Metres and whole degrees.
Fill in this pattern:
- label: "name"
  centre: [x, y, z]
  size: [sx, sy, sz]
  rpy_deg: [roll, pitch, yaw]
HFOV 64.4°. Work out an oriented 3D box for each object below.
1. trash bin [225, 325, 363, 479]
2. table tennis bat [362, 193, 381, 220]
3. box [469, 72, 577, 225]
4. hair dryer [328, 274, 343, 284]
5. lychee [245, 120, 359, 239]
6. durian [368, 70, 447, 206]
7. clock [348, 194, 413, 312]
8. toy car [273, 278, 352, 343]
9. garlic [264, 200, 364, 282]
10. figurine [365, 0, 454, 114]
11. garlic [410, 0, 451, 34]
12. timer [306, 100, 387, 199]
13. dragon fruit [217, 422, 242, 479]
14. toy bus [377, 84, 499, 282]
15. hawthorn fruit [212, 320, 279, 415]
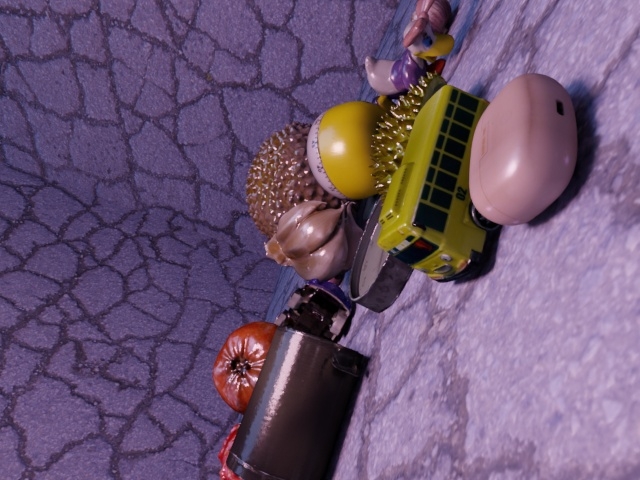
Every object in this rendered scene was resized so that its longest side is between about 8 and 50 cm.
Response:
- label: "trash bin"
  centre: [-0.051, 0.348, 1.066]
  size: [0.252, 0.203, 0.301]
  rpy_deg: [5, 72, 53]
- label: "table tennis bat"
  centre: [0.164, -0.152, 1.533]
  size: [0.124, 0.033, 0.201]
  rpy_deg: [133, 154, -66]
- label: "box"
  centre: [0.247, -0.114, 0.629]
  size: [0.146, 0.088, 0.200]
  rpy_deg: [119, 170, -54]
- label: "hair dryer"
  centre: [0.053, 0.083, 1.651]
  size: [0.106, 0.054, 0.154]
  rpy_deg: [-50, 16, 56]
- label: "lychee"
  centre: [-0.059, -0.169, 1.599]
  size: [0.432, 0.381, 0.380]
  rpy_deg: [74, -152, -57]
- label: "durian"
  centre: [0.185, -0.170, 0.936]
  size: [0.157, 0.170, 0.355]
  rpy_deg: [-38, 32, 63]
- label: "clock"
  centre: [0.147, 0.005, 1.126]
  size: [0.312, 0.062, 0.312]
  rpy_deg: [-159, 90, -83]
- label: "toy car"
  centre: [-0.010, 0.200, 1.375]
  size: [0.235, 0.172, 0.158]
  rpy_deg: [-59, -3, 33]
- label: "garlic"
  centre: [0.000, 0.000, 1.420]
  size: [0.292, 0.237, 0.210]
  rpy_deg: [-19, 9, 34]
- label: "figurine"
  centre: [0.224, -0.462, 1.325]
  size: [0.154, 0.193, 0.421]
  rpy_deg: [-68, 12, -17]
- label: "garlic"
  centre: [0.312, -0.613, 1.431]
  size: [0.147, 0.102, 0.159]
  rpy_deg: [-63, -9, 7]
- label: "timer"
  centre: [0.130, -0.247, 1.340]
  size: [0.285, 0.285, 0.285]
  rpy_deg: [-160, 90, -82]
- label: "dragon fruit"
  centre: [-0.137, 0.546, 1.230]
  size: [0.268, 0.210, 0.205]
  rpy_deg: [5, 107, 51]
- label: "toy bus"
  centre: [0.184, -0.083, 0.758]
  size: [0.128, 0.150, 0.262]
  rpy_deg: [134, 157, -69]
- label: "hawthorn fruit"
  centre: [-0.131, 0.336, 1.305]
  size: [0.272, 0.242, 0.241]
  rpy_deg: [35, -109, -55]
